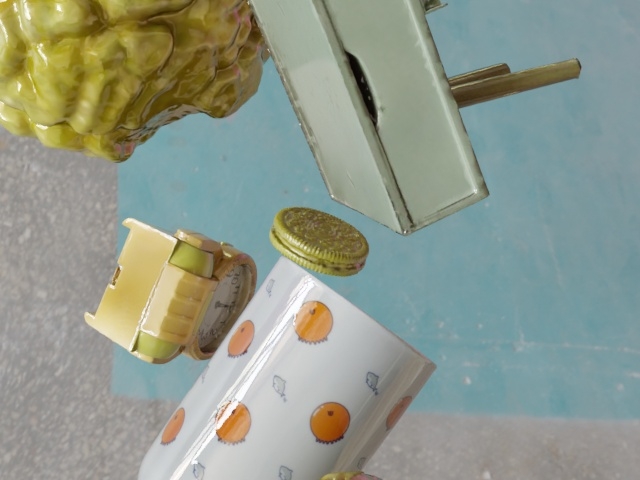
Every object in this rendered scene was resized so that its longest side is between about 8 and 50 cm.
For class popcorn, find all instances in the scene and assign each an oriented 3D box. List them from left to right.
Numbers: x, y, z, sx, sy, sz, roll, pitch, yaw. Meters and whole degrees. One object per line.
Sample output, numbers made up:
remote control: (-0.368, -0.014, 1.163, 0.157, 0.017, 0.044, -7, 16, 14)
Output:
popcorn: (-0.149, -0.167, 0.590, 0.203, 0.200, 0.226, 40, 85, 27)

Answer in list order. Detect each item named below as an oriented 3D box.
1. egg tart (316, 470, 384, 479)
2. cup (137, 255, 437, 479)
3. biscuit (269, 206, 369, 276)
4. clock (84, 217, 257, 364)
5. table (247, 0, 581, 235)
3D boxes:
egg tart: (0.057, 0.349, 0.676, 0.319, 0.128, 0.319, 25, 59, -51)
cup: (-0.048, 0.204, 0.915, 0.212, 0.212, 0.317, 36, 86, -8)
biscuit: (0.000, 0.000, 0.672, 0.083, 0.023, 0.084, 18, 22, -8)
clock: (-0.251, 0.099, 1.565, 0.200, 0.244, 0.317, 27, 5, 22)
table: (0.022, -0.140, 0.368, 0.111, 0.121, 0.240, -26, 106, -8)
